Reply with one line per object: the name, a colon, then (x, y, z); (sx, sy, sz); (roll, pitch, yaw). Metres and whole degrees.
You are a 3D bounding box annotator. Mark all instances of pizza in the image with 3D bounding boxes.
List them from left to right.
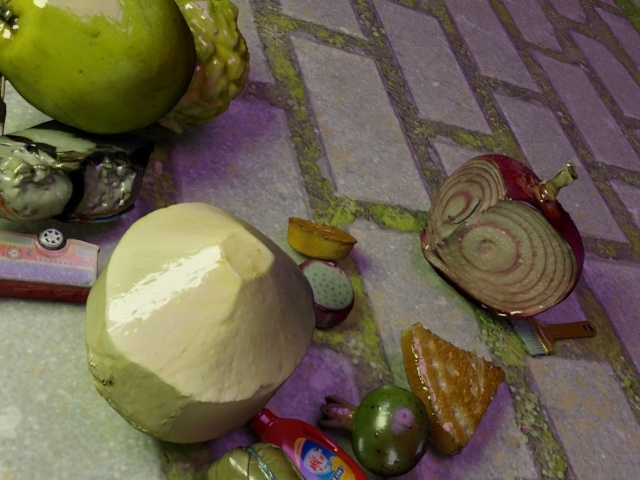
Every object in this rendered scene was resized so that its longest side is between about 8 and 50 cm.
pizza: (0.195, 0.208, 1.013); (0.199, 0.062, 0.188); (3, 64, -41)

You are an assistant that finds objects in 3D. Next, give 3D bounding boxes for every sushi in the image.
sushi: (-0.319, -0.061, 0.821); (0.134, 0.109, 0.273); (16, 22, 11)

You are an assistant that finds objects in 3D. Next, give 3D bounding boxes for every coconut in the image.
coconut: (-0.126, 0.082, 0.756); (0.259, 0.259, 0.259); (19, 45, -20)

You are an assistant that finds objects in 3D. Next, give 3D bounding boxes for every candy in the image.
candy: (0.001, 0.075, 1.004); (0.103, 0.043, 0.103); (19, 45, -20)

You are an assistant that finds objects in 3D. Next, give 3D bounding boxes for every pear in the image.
pear: (-0.265, -0.233, 0.837); (0.269, 0.212, 0.212); (3, 49, -58)

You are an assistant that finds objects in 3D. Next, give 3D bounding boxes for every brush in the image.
brush: (0.421, 0.161, 1.247); (0.218, 0.010, 0.082); (0, 53, -36)

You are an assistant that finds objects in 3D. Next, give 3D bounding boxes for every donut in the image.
donut: (0.000, 0.000, 1.050); (0.108, 0.043, 0.097); (12, 13, -18)

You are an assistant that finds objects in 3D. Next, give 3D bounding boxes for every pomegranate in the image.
pomegranate: (0.067, 0.231, 0.873); (0.142, 0.114, 0.114); (13, 41, 10)

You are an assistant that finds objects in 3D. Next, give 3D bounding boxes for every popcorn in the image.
popcorn: (-0.231, -0.283, 1.050); (0.259, 0.259, 0.212); (34, 17, -5)

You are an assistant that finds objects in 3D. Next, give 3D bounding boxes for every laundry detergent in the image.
laundry detergent: (-0.022, 0.251, 0.827); (0.165, 0.049, 0.097); (43, 31, 7)

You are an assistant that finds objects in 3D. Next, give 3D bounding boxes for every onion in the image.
onion: (0.315, -0.016, 1.175); (0.256, 0.272, 0.230); (66, 25, -18)

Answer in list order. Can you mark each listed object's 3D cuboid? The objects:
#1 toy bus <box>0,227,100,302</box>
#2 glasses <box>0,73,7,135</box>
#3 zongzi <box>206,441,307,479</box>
toy bus: (-0.351, 0.025, 0.789); (0.192, 0.065, 0.077); (8, 57, -29)
glasses: (-0.433, -0.134, 0.801); (0.095, 0.162, 0.255); (22, 43, -13)
zongzi: (0.016, 0.317, 0.740); (0.256, 0.115, 0.228); (3, 52, -31)
